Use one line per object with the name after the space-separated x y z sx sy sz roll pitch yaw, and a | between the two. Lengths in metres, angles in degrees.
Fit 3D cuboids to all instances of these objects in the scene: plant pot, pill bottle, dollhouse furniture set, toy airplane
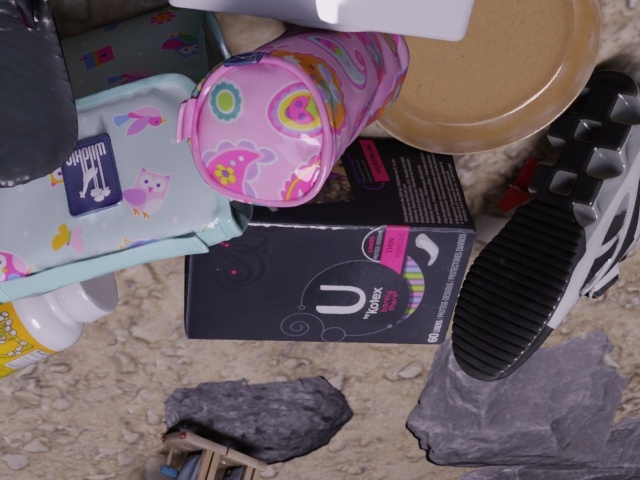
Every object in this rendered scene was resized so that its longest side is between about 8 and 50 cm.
0.146 -0.185 1.013 0.236 0.032 0.236 -4 131 -5 | plant pot
-0.324 0.076 1.126 0.208 0.117 0.117 -23 129 14 | pill bottle
-0.186 0.336 1.389 0.129 0.129 0.184 29 151 -27 | dollhouse furniture set
0.254 -0.036 1.154 0.151 0.028 0.151 -7 121 -12 | toy airplane

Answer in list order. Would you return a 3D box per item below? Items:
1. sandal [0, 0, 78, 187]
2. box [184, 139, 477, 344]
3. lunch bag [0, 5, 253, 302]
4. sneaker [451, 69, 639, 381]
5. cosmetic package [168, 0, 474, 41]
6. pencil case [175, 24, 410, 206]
-0.233 -0.163 0.640 0.168 0.107 0.445 -14 146 -5 | sandal
0.000 0.000 1.081 0.270 0.143 0.165 2 131 -8 | box
-0.175 -0.071 0.920 0.223 0.262 0.160 -14 131 7 | lunch bag
0.259 0.008 1.073 0.146 0.122 0.330 29 93 -40 | sneaker
0.031 -0.382 0.725 0.230 0.161 0.453 5 126 -11 | cosmetic package
-0.012 -0.119 0.857 0.124 0.284 0.124 6 113 15 | pencil case
